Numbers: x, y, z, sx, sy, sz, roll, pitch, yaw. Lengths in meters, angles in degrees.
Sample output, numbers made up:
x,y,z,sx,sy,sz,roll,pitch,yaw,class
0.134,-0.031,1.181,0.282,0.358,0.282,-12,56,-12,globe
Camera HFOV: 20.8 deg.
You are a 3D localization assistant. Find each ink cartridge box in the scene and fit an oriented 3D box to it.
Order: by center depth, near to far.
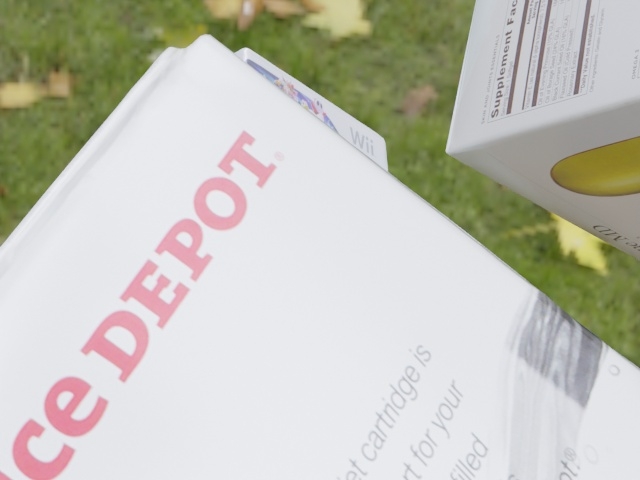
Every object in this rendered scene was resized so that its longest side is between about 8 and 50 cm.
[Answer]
x,y,z,sx,sy,sz,roll,pitch,yaw,class
0.015,0.132,0.449,0.307,0.129,0.223,38,51,-6,ink cartridge box

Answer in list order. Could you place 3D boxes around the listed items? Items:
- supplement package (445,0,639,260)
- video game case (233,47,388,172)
x,y,z,sx,sy,sz,roll,pitch,yaw,class
0.237,-0.117,0.898,0.199,0.262,0.198,26,66,-33,supplement package
0.000,0.000,0.625,0.087,0.011,0.122,29,47,-46,video game case
